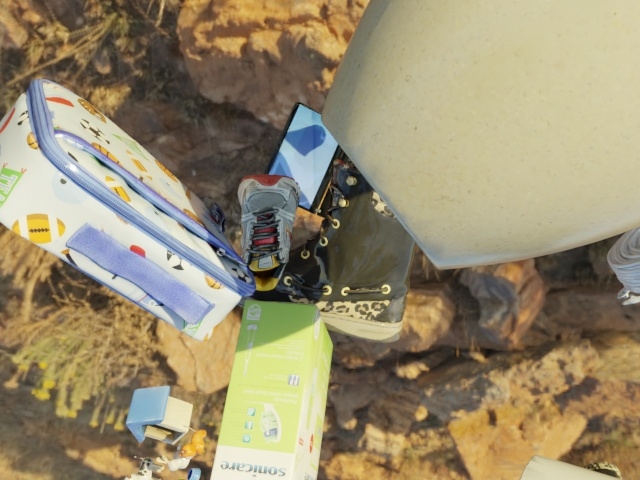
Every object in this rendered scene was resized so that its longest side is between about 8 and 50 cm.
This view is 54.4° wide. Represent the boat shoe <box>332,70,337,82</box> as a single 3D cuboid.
[{"bbox_3d":[0.143,-0.251,1.109,0.302,0.114,0.091,25,-173,22],"label":"boat shoe"}]

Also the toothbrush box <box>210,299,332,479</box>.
[{"bbox_3d":[-0.065,0.263,0.986,0.122,0.283,0.206,4,153,11],"label":"toothbrush box"}]

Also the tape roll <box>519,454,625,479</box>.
[{"bbox_3d":[0.302,0.387,0.699,0.169,0.246,0.246,8,154,30],"label":"tape roll"}]

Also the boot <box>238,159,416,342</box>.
[{"bbox_3d":[0.000,0.000,1.076,0.377,0.284,0.138,17,-167,-3],"label":"boot"}]

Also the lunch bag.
[{"bbox_3d":[-0.204,-0.024,0.675,0.115,0.243,0.303,-46,131,4],"label":"lunch bag"}]

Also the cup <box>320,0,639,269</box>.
[{"bbox_3d":[0.142,-0.112,0.522,0.237,0.331,0.331,-38,138,7],"label":"cup"}]

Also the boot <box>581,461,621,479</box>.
[{"bbox_3d":[0.388,0.444,0.951,0.085,0.236,0.178,42,-172,17],"label":"boot"}]

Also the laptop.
[{"bbox_3d":[0.028,-0.174,1.442,0.264,0.234,0.136,22,177,40],"label":"laptop"}]

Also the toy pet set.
[{"bbox_3d":[-0.177,0.215,0.664,0.065,0.114,0.122,27,129,-23],"label":"toy pet set"}]

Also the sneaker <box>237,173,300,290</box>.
[{"bbox_3d":[-0.071,-0.009,0.881,0.088,0.092,0.225,-1,144,-5],"label":"sneaker"}]

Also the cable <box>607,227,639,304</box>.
[{"bbox_3d":[0.738,0.003,1.316,0.089,0.257,0.257,47,139,-5],"label":"cable"}]
